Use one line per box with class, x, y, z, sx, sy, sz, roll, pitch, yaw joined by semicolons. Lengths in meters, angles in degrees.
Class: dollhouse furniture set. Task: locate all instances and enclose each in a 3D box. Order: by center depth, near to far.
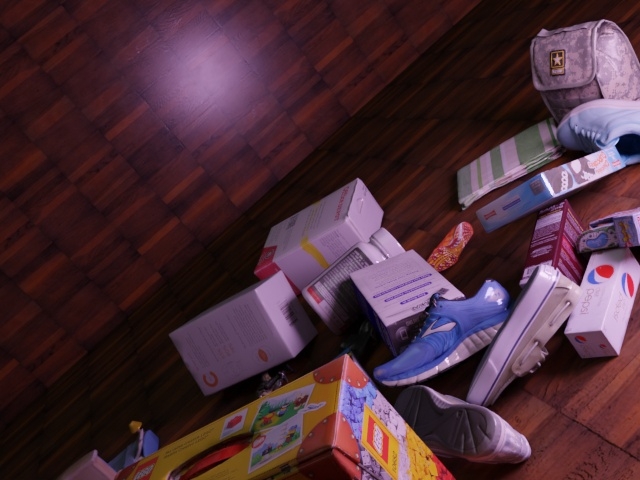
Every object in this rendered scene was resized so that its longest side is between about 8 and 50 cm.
dollhouse furniture set;-0.637;0.654;1.961;0.286;0.198;0.303;-38;20;5

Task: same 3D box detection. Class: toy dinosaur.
toy dinosaur;-0.128;0.383;1.844;0.118;0.064;0.268;-42;16;14

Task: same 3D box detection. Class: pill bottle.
pill bottle;0.103;0.107;1.866;0.283;0.161;0.161;-40;20;-2

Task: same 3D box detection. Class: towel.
towel;0.539;-0.226;1.991;0.324;0.038;0.248;-32;20;25

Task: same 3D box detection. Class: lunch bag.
lunch bag;0.684;-0.426;1.790;0.169;0.287;0.235;-44;21;-13

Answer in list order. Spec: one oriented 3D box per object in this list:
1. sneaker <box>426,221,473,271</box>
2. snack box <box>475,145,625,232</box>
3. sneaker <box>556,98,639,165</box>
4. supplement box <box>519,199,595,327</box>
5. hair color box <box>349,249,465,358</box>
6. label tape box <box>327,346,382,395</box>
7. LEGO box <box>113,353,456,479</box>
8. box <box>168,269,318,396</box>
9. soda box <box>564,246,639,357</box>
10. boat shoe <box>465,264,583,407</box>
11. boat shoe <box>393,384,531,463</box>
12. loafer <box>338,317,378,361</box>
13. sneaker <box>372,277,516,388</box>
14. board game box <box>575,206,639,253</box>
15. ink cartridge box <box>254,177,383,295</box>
sneaker;0.334;0.025;1.806;0.175;0.064;0.067;-43;0;-23
snack box;0.508;-0.114;1.517;0.322;0.060;0.187;-19;-11;-40
sneaker;0.681;-0.244;1.634;0.150;0.135;0.366;-43;19;-19
supplement box;0.479;0.044;1.385;0.073;0.130;0.239;-24;24;41
hair color box;0.202;0.144;1.629;0.185;0.110;0.339;-21;18;-5
label tape box;0.012;0.378;1.502;0.249;0.115;0.348;-40;2;1
LEGO box;-0.061;0.462;1.102;0.500;0.372;0.193;-31;22;22
box;-0.219;0.266;1.966;0.345;0.215;0.168;-28;4;28
soda box;0.520;0.110;1.265;0.074;0.069;0.216;-16;31;47
boat shoe;0.365;0.191;1.255;0.302;0.094;0.109;-64;-12;17
boat shoe;0.237;0.341;1.258;0.320;0.103;0.118;-12;52;62
loafer;0.119;0.243;1.726;0.061;0.062;0.170;30;57;28
sneaker;0.246;0.191;1.414;0.330;0.147;0.130;-32;-18;6
board game box;0.590;-0.027;1.312;0.194;0.060;0.194;-14;-2;-43
ink cartridge box;0.000;0.000;2.272;0.384;0.160;0.279;-29;23;27
